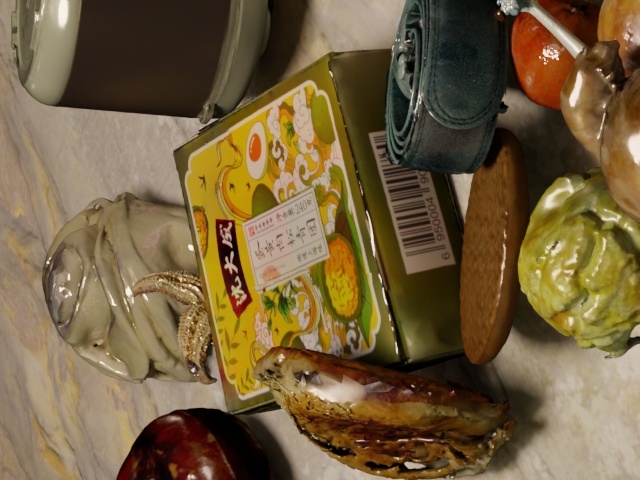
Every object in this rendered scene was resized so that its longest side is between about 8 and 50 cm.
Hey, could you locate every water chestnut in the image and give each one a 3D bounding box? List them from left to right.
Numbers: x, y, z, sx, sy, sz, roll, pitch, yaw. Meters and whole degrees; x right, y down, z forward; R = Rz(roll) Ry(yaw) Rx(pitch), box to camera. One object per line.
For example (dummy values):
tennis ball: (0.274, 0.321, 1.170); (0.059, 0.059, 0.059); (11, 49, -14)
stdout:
water chestnut: (-0.188, 0.381, 2.389); (0.300, 0.300, 0.300); (17, 111, 53)

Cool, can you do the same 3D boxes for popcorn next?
popcorn: (0.299, 0.017, 1.695); (0.198, 0.212, 0.198); (1, -90, -86)

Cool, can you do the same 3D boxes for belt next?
belt: (0.138, -0.172, 1.859); (0.267, 0.116, 0.206); (-96, 16, -61)

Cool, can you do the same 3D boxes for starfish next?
starfish: (-0.152, 0.087, 2.377); (0.071, 0.216, 0.238); (96, 174, -53)

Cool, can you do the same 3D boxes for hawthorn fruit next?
hawthorn fruit: (0.248, -0.194, 1.770); (0.128, 0.128, 0.128); (17, 111, 53)

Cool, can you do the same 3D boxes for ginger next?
ginger: (0.370, -0.046, 1.507); (0.375, 0.176, 0.256); (42, 147, 6)

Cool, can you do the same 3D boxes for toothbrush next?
toothbrush: (0.296, -0.132, 1.674); (0.386, 0.040, 0.040); (45, 137, 8)

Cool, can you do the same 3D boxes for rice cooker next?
rice cooker: (-0.220, -0.323, 2.244); (0.335, 0.325, 0.335); (-177, 90, -73)

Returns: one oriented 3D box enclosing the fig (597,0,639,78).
fig: (0.357, -0.249, 1.596); (0.159, 0.159, 0.257); (41, 112, 44)

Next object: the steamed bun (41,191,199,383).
steamed bun: (-0.295, 0.074, 2.540); (0.280, 0.207, 0.268); (20, 113, 51)

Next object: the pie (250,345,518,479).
pie: (0.078, 0.203, 1.983); (0.308, 0.308, 0.085); (-25, 46, 55)

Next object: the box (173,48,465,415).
box: (0.000, 0.000, 2.153); (0.420, 0.138, 0.373); (-23, 78, 54)

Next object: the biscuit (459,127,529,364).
biscuit: (0.187, 0.006, 1.871); (0.262, 0.037, 0.262); (-175, 90, -86)

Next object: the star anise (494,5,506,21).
star anise: (0.213, -0.356, 1.770); (0.220, 0.126, 0.190); (-48, 60, 21)
